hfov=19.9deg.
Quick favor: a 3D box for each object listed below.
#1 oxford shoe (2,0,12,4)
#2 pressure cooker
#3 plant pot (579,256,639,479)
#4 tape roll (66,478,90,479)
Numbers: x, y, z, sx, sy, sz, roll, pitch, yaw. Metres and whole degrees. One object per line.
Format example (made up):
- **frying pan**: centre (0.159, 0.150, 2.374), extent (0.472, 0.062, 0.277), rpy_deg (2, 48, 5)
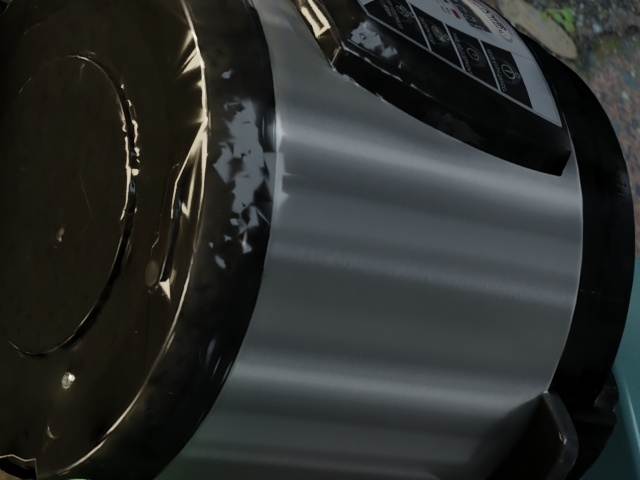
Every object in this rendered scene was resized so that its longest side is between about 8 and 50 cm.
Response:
- **oxford shoe**: centre (-0.057, -0.253, 1.395), extent (0.449, 0.130, 0.169), rpy_deg (-9, 115, -33)
- **pressure cooker**: centre (-0.004, 0.003, 1.215), extent (0.420, 0.375, 0.369), rpy_deg (11, 78, -36)
- **plant pot**: centre (0.241, 0.139, 1.483), extent (0.165, 0.166, 0.234), rpy_deg (4, 67, -39)
- **tape roll**: centre (-0.145, 0.292, 0.979), extent (0.077, 0.321, 0.321), rpy_deg (25, 55, -29)
